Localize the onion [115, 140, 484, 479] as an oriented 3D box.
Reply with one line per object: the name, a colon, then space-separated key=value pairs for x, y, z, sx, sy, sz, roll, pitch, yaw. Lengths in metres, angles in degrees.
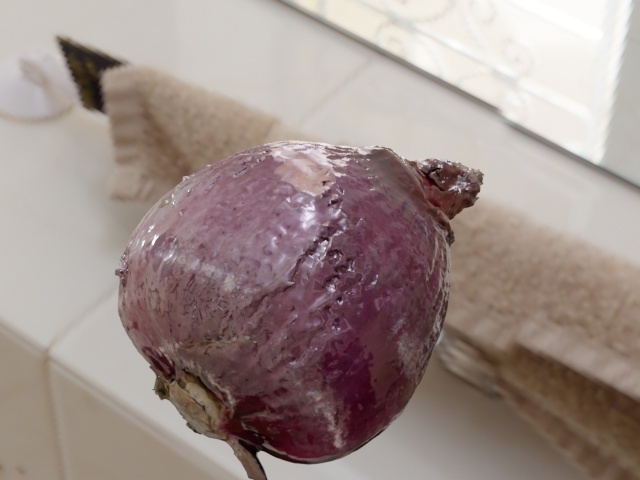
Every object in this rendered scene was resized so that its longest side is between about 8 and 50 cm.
onion: x=0.000 y=0.000 z=1.317 sx=0.348 sy=0.267 sz=0.159 roll=-46 pitch=-23 yaw=-22
